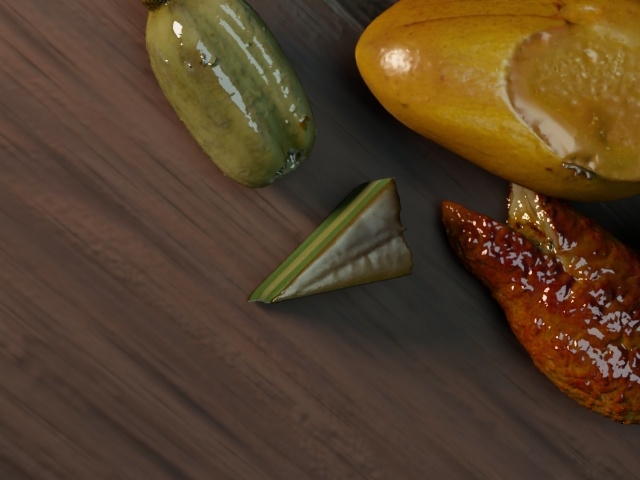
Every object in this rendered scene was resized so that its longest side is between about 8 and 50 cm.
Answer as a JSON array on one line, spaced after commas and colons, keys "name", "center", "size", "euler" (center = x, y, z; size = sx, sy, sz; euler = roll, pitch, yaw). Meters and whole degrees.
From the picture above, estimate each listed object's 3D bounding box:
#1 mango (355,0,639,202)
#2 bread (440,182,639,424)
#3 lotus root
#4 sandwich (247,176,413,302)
[{"name": "mango", "center": [0.154, -0.131, 0.943], "size": [0.257, 0.138, 0.187], "euler": [18, 67, -7]}, {"name": "bread", "center": [0.217, 0.044, 0.983], "size": [0.139, 0.095, 0.269], "euler": [-44, 98, -27]}, {"name": "lotus root", "center": [-0.073, -0.124, 0.883], "size": [0.090, 0.077, 0.183], "euler": [-42, 105, -27]}, {"name": "sandwich", "center": [0.000, 0.000, 0.906], "size": [0.116, 0.074, 0.074], "euler": [-11, 92, -22]}]
